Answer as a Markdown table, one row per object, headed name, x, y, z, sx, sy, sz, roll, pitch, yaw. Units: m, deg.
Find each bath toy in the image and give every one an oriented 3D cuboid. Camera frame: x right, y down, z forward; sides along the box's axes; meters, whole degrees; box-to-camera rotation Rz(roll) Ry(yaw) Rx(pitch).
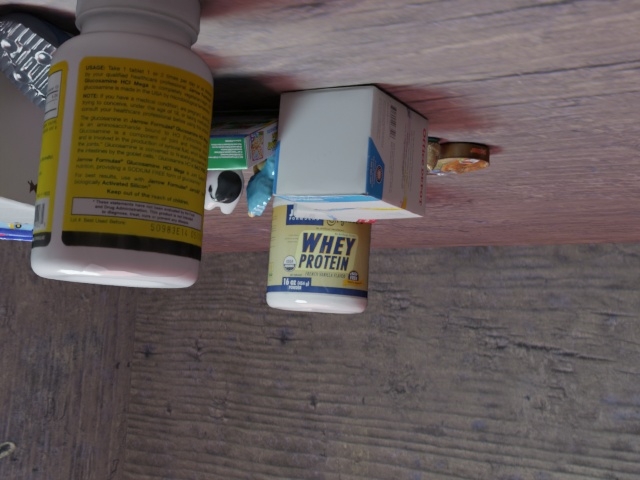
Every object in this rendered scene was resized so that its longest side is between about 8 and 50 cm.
| name | x | y | z | sx | sy | sz | roll | pitch | yaw |
| --- | --- | --- | --- | --- | --- | --- | --- | --- | --- |
| bath toy | -0.247 | -0.152 | 1.699 | 0.348 | 0.151 | 0.129 | 10 | 133 | -27 |

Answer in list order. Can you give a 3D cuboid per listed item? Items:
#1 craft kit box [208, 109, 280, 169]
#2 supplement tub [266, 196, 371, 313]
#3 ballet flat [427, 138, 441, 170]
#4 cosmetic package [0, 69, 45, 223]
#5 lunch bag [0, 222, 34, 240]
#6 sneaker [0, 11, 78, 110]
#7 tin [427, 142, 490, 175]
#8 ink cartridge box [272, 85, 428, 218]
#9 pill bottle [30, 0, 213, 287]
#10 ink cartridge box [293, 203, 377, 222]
| name | x | y | z | sx | sy | sz | roll | pitch | yaw |
| --- | --- | --- | --- | --- | --- | --- | --- | --- | --- |
| craft kit box | -0.184 | -0.164 | 1.459 | 0.250 | 0.061 | 0.246 | 1 | -160 | 20 |
| supplement tub | 0.000 | 0.000 | 2.033 | 0.228 | 0.316 | 0.228 | 3 | 174 | 0 |
| ballet flat | 0.121 | -0.157 | 1.695 | 0.206 | 0.067 | 0.073 | 2 | 174 | 17 |
| cosmetic package | -0.491 | -0.162 | 1.273 | 0.161 | 0.230 | 0.453 | 1 | 174 | 18 |
| lunch bag | -0.548 | -0.111 | 1.776 | 0.293 | 0.221 | 0.138 | 6 | 174 | -15 |
| sneaker | -0.301 | -0.220 | 1.235 | 0.112 | 0.131 | 0.319 | -20 | 138 | 33 |
| tin | 0.250 | -0.158 | 1.768 | 0.106 | 0.040 | 0.189 | 2 | 175 | -29 |
| ink cartridge box | 0.057 | -0.134 | 1.472 | 0.168 | 0.171 | 0.232 | 0 | 172 | 28 |
| pill bottle | -0.220 | -0.118 | 1.038 | 0.188 | 0.334 | 0.188 | 4 | 174 | 0 |
| ink cartridge box | 0.036 | -0.109 | 1.895 | 0.175 | 0.127 | 0.072 | 4 | 172 | -6 |
